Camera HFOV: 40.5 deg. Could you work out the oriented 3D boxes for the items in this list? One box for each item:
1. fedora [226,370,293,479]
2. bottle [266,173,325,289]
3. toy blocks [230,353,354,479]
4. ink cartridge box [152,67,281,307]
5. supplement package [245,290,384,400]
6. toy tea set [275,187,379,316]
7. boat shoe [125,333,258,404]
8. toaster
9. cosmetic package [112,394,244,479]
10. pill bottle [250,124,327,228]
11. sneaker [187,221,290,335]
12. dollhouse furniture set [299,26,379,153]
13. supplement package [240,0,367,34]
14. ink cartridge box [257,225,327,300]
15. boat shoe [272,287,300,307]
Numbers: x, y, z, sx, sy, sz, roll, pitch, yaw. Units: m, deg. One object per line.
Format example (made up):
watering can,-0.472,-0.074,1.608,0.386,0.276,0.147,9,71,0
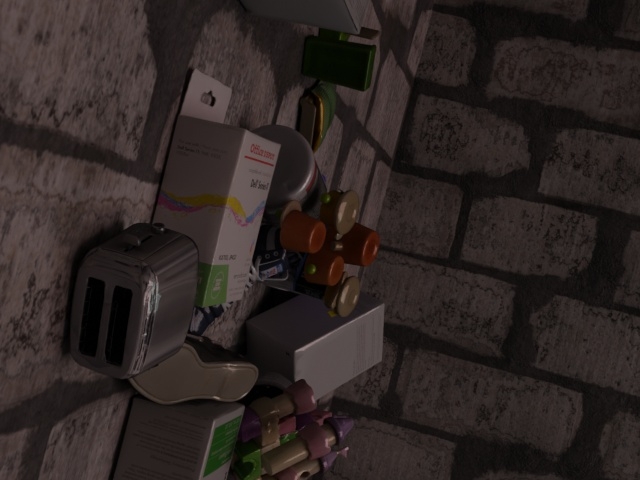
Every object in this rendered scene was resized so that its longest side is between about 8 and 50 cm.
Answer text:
fedora,-0.157,0.412,1.915,0.124,0.244,0.275,-159,-101,-73
bottle,-0.065,-0.027,2.000,0.118,0.092,0.282,12,93,-77
toy blocks,-0.059,0.383,1.735,0.260,0.309,0.288,-21,132,-27
ink cartridge box,-0.166,-0.081,1.406,0.207,0.119,0.353,-2,106,-77
supplement package,-0.012,0.240,2.054,0.293,0.175,0.177,-24,126,-38
toy tea set,0.000,0.000,1.670,0.200,0.124,0.336,-62,151,-20
boat shoe,-0.236,0.211,1.468,0.335,0.096,0.112,26,92,-57
toaster,-0.257,0.092,1.186,0.146,0.129,0.226,-32,137,-67
cosmetic package,-0.267,0.452,1.497,0.197,0.155,0.365,10,93,-79
pill bottle,-0.072,-0.103,1.711,0.283,0.161,0.161,63,42,-72
sneaker,-0.152,0.076,1.575,0.099,0.153,0.282,84,24,-59
dollhouse furniture set,0.049,-0.336,2.013,0.197,0.151,0.301,-56,157,-58
supplement package,-0.036,-0.451,1.358,0.262,0.204,0.145,36,68,-77
ink cartridge box,-0.048,0.013,1.854,0.045,0.207,0.208,94,14,-54
boat shoe,-0.059,0.194,2.232,0.116,0.123,0.324,-63,164,-53
